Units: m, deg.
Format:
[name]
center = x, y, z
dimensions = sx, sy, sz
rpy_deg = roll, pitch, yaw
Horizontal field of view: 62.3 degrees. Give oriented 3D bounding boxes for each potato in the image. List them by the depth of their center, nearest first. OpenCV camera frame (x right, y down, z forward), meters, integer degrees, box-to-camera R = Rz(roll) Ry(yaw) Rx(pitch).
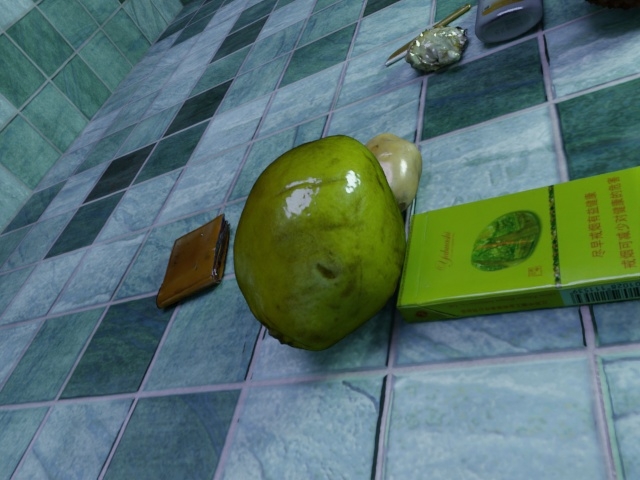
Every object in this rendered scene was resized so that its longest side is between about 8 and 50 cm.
[potato]
center = 0.119, -0.117, 0.934
dimensions = 0.118, 0.109, 0.178
rpy_deg = 2, 53, 12

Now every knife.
[knife]
center = 0.267, -0.516, 1.325
dimensions = 0.256, 0.022, 0.046
rpy_deg = -33, 40, 6

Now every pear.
[pear]
center = 0.000, 0.000, 0.772
dimensions = 0.269, 0.269, 0.321
rpy_deg = -5, 53, 36

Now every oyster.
[oyster]
center = 0.267, -0.445, 1.202
dimensions = 0.163, 0.081, 0.191
rpy_deg = -34, 39, -4

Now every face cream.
[face cream]
center = 0.425, -0.551, 1.190
dimensions = 0.143, 0.071, 0.291
rpy_deg = -10, 43, 32

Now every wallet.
[wallet]
center = -0.266, 0.045, 1.137
dimensions = 0.160, 0.042, 0.196
rpy_deg = -26, 39, 22

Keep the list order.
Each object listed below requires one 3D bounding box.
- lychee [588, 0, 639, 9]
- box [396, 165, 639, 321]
[lychee]
center = 0.554, -0.552, 0.915
dimensions = 0.304, 0.275, 0.275
rpy_deg = -54, 37, 2
[box]
center = 0.273, 0.009, 0.718
dimensions = 0.334, 0.047, 0.187
rpy_deg = -11, 43, 30
